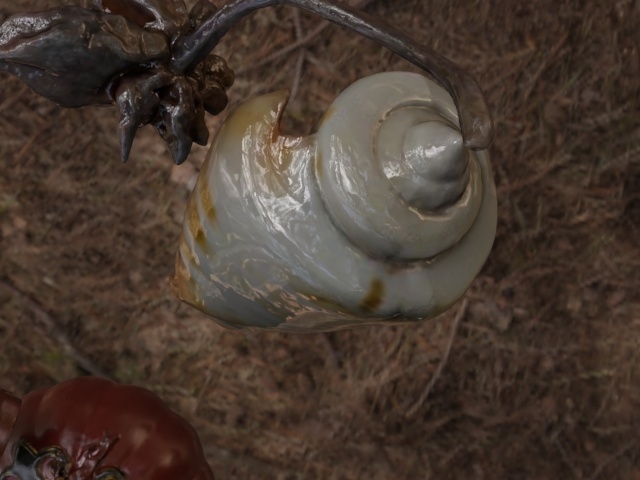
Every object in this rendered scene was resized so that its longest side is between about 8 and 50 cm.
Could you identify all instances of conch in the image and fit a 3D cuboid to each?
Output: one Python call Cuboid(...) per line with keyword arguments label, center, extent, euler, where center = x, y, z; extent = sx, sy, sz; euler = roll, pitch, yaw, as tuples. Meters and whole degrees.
Cuboid(label="conch", center=(0.002, 0.009, 0.699), extent=(0.158, 0.127, 0.255), euler=(9, 143, -25))

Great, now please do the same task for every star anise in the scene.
Cuboid(label="star anise", center=(-0.045, -0.100, 0.574), extent=(0.227, 0.148, 0.218), euler=(-28, 77, 45))

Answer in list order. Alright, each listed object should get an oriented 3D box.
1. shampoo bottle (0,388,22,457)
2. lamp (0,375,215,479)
Cuboid(label="shampoo bottle", center=(-0.399, 0.107, 0.975), extent=(0.314, 0.076, 0.118), euler=(23, 122, -15))
Cuboid(label="lamp", center=(-0.208, 0.236, 1.111), extent=(0.227, 0.227, 0.227), euler=(11, 133, 12))
